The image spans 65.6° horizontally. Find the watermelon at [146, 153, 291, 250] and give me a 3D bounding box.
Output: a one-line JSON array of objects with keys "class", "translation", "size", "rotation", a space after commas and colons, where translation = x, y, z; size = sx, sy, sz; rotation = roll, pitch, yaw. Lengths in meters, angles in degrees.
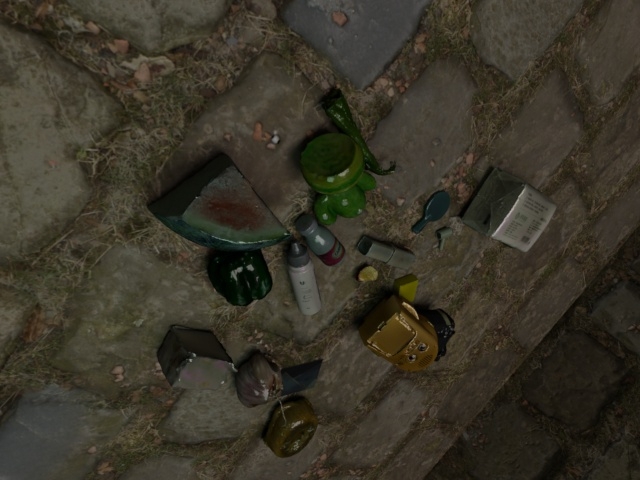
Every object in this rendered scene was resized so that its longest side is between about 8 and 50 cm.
[{"class": "watermelon", "translation": [-0.251, -0.103, 1.313], "size": [0.387, 0.228, 0.259], "rotation": [8, 83, -18]}]

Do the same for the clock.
[{"class": "clock", "translation": [0.336, 0.396, 2.020], "size": [0.317, 0.200, 0.244], "rotation": [41, 106, -17]}]

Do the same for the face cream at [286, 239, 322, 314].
[{"class": "face cream", "translation": [-0.060, 0.118, 1.677], "size": [0.092, 0.092, 0.311], "rotation": [-28, 132, -18]}]

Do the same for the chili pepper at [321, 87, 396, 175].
[{"class": "chili pepper", "translation": [0.118, -0.311, 1.515], "size": [0.359, 0.076, 0.085], "rotation": [44, 69, -44]}]

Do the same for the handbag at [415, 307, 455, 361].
[{"class": "handbag", "translation": [0.474, 0.423, 2.230], "size": [0.181, 0.181, 0.255], "rotation": [4, 117, -29]}]

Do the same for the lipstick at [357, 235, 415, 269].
[{"class": "lipstick", "translation": [0.246, 0.046, 1.862], "size": [0.252, 0.079, 0.077], "rotation": [16, 111, -41]}]

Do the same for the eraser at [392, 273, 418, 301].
[{"class": "eraser", "translation": [0.352, 0.210, 2.081], "size": [0.097, 0.045, 0.122], "rotation": [-18, 130, -26]}]

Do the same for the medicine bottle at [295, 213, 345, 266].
[{"class": "medicine bottle", "translation": [0.000, 0.000, 1.636], "size": [0.090, 0.090, 0.217], "rotation": [-45, 136, -2]}]

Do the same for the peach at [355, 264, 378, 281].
[{"class": "peach", "translation": [0.171, 0.133, 1.885], "size": [0.083, 0.050, 0.077], "rotation": [-46, 113, -14]}]

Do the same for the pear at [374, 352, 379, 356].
[{"class": "pear", "translation": [0.256, 0.461, 2.163], "size": [0.097, 0.092, 0.092], "rotation": [26, 107, -1]}]

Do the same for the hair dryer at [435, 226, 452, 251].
[{"class": "hair dryer", "translation": [0.502, 0.003, 2.057], "size": [0.063, 0.038, 0.124], "rotation": [-19, 137, -23]}]

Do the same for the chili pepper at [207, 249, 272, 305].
[{"class": "chili pepper", "translation": [-0.227, 0.117, 1.505], "size": [0.174, 0.165, 0.261], "rotation": [-39, 139, -24]}]

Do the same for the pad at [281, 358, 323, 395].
[{"class": "pad", "translation": [-0.107, 0.566, 2.022], "size": [0.243, 0.004, 0.164], "rotation": [-5, 123, -35]}]

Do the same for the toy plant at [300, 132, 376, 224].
[{"class": "toy plant", "translation": [0.062, -0.175, 1.528], "size": [0.224, 0.184, 0.316], "rotation": [-32, 150, -5]}]

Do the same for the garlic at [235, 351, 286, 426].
[{"class": "garlic", "translation": [-0.184, 0.532, 1.809], "size": [0.207, 0.256, 0.207], "rotation": [-46, 179, -1]}]

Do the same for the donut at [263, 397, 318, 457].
[{"class": "donut", "translation": [-0.116, 0.784, 2.082], "size": [0.208, 0.128, 0.262], "rotation": [-1, 122, -37]}]

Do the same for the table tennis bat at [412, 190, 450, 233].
[{"class": "table tennis bat", "translation": [0.430, -0.104, 1.925], "size": [0.201, 0.033, 0.124], "rotation": [-47, 134, -2]}]

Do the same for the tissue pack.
[{"class": "tissue pack", "translation": [0.792, -0.116, 2.069], "size": [0.356, 0.194, 0.266], "rotation": [17, 108, -44]}]

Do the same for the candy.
[{"class": "candy", "translation": [-0.390, 0.372, 1.546], "size": [0.195, 0.185, 0.137], "rotation": [23, 100, -44]}]
